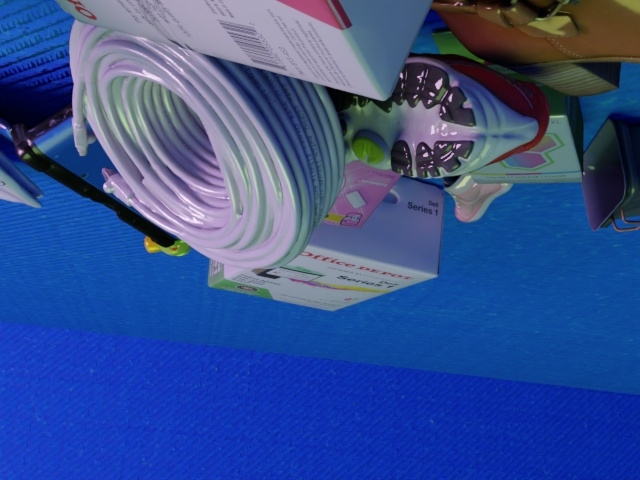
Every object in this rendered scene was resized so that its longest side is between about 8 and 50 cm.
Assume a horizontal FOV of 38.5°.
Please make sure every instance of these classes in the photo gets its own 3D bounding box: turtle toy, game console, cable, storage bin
[{"bbox_3d":[-0.184,-0.025,1.170,0.095,0.130,0.066,-12,133,0],"label":"turtle toy"},{"bbox_3d":[-0.226,-0.121,1.001,0.250,0.173,0.293,-31,155,8],"label":"game console"},{"bbox_3d":[-0.093,-0.091,0.729,0.257,0.089,0.257,38,149,16],"label":"cable"},{"bbox_3d":[0.327,-0.062,0.922,0.091,0.098,0.135,-6,163,1],"label":"storage bin"}]

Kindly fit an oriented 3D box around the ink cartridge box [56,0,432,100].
[{"bbox_3d":[-0.071,-0.181,0.502,0.237,0.100,0.172,19,168,25],"label":"ink cartridge box"}]

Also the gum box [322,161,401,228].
[{"bbox_3d":[-0.012,-0.079,0.940,0.188,0.062,0.107,10,141,-23],"label":"gum box"}]

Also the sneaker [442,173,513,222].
[{"bbox_3d":[0.163,-0.063,1.034,0.070,0.051,0.134,10,160,-11],"label":"sneaker"}]

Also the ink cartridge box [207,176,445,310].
[{"bbox_3d":[0.000,0.000,1.175,0.201,0.117,0.278,13,161,-24],"label":"ink cartridge box"}]

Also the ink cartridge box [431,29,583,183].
[{"bbox_3d":[0.174,-0.115,0.827,0.108,0.062,0.209,0,162,21],"label":"ink cartridge box"}]

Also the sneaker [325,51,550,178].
[{"bbox_3d":[0.062,-0.106,0.725,0.118,0.107,0.279,-10,-156,-33],"label":"sneaker"}]

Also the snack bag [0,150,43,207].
[{"bbox_3d":[-0.509,-0.112,1.004,0.342,0.037,0.323,11,169,0],"label":"snack bag"}]

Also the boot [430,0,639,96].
[{"bbox_3d":[0.177,-0.186,0.558,0.220,0.109,0.283,21,165,-33],"label":"boot"}]
